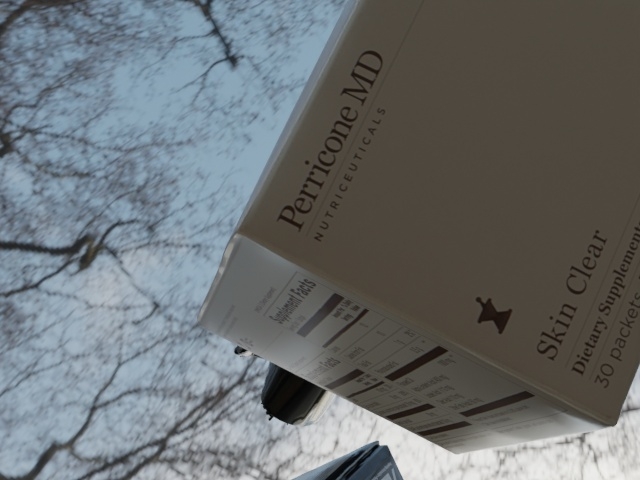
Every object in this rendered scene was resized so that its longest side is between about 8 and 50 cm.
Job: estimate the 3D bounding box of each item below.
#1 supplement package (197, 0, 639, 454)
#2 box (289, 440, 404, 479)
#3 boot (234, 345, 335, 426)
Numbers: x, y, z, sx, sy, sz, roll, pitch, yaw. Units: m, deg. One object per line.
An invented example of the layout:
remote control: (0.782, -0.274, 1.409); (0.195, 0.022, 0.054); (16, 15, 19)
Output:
supplement package: (0.074, -0.062, 0.550); (0.145, 0.204, 0.261); (26, -105, -3)
box: (0.013, 0.313, 0.718); (0.097, 0.395, 0.318); (-28, -93, 20)
boot: (0.000, 0.000, 1.035); (0.094, 0.246, 0.207); (14, -45, -27)
